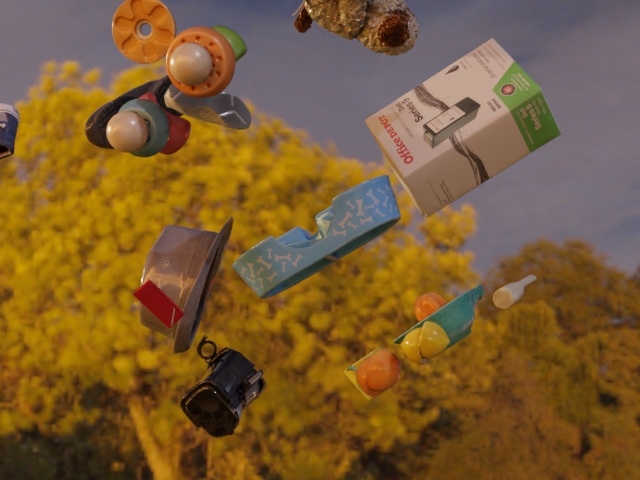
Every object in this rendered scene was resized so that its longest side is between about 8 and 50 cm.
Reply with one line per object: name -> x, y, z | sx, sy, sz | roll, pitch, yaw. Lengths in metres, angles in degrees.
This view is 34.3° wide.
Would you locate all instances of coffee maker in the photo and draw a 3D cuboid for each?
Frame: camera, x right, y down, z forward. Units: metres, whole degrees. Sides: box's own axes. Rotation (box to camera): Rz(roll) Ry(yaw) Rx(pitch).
coffee maker -> -0.219, 0.306, 2.151 | 0.171, 0.120, 0.178 | 27, 20, 6

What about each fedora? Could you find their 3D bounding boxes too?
fedora -> -0.264, 0.068, 1.935 | 0.124, 0.275, 0.244 | 18, -4, -1

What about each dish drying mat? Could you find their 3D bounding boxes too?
dish drying mat -> -0.226, 0.090, 1.456 | 0.083, 0.032, 0.008 | 51, 0, -38

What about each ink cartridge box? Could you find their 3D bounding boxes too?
ink cartridge box -> 0.255, -0.207, 1.897 | 0.289, 0.211, 0.121 | -33, -49, 4

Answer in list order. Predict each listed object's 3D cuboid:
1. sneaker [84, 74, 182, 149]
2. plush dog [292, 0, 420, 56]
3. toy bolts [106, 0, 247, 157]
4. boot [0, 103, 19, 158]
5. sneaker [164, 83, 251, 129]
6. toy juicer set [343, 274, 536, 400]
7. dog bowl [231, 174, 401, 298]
sneaker -> -0.380, -0.248, 2.076 | 0.130, 0.109, 0.286 | -7, 19, 34
plush dog -> 0.089, -0.442, 2.021 | 0.225, 0.210, 0.262 | 33, 23, -1
toy bolts -> -0.252, -0.236, 1.520 | 0.218, 0.228, 0.158 | 32, 17, 4
boot -> -0.578, -0.163, 1.655 | 0.190, 0.086, 0.069 | -10, -36, 6
sneaker -> -0.186, -0.221, 1.714 | 0.152, 0.054, 0.061 | 20, -16, -23
toy juicer set -> 0.172, 0.114, 1.513 | 0.329, 0.089, 0.209 | -34, -9, 1
dog bowl -> 0.000, 0.000, 1.692 | 0.297, 0.074, 0.166 | -30, -7, 6
